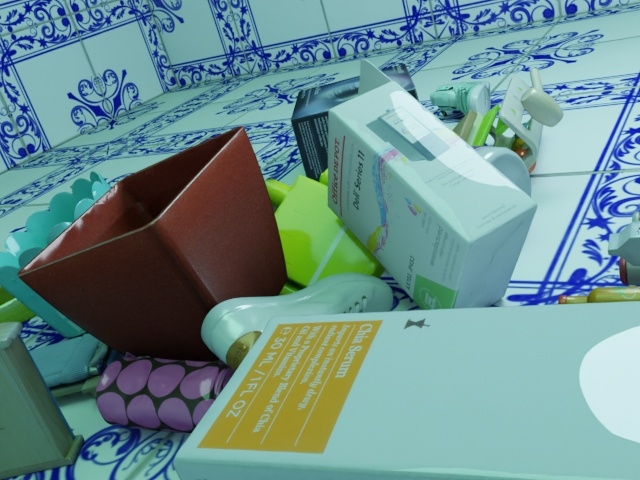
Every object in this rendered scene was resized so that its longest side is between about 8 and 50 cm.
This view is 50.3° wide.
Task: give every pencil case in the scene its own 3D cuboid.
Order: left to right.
[{"bbox_3d":[-0.190,0.195,0.883,0.209,0.095,0.098,-1,48,26],"label":"pencil case"}]

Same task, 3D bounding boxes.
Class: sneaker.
[{"bbox_3d":[0.000,0.123,0.885,0.290,0.106,0.123,-11,33,-35],"label":"sneaker"},{"bbox_3d":[0.349,-0.346,1.723,0.151,0.094,0.256,-3,17,17],"label":"sneaker"}]

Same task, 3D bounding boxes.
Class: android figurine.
[{"bbox_3d":[0.000,0.000,1.095,0.272,0.056,0.248,23,74,22],"label":"android figurine"}]

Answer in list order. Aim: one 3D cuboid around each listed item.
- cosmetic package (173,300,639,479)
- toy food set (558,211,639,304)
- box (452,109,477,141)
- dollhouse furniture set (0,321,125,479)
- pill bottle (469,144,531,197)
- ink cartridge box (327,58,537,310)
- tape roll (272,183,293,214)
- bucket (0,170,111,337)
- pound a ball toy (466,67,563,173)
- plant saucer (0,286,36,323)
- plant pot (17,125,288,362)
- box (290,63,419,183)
[{"bbox_3d":[0.129,0.185,0.612,0.452,0.162,0.230,-5,26,24],"label":"cosmetic package"},{"bbox_3d":[0.358,0.047,0.820,0.104,0.111,0.232,-3,30,29],"label":"toy food set"},{"bbox_3d":[0.245,-0.170,1.373,0.164,0.021,0.201,-51,2,35],"label":"box"},{"bbox_3d":[-0.453,0.169,0.994,0.286,0.198,0.303,-14,23,7],"label":"dollhouse furniture set"},{"bbox_3d":[0.183,-0.078,1.149,0.169,0.169,0.301,-32,28,-32],"label":"pill bottle"},{"bbox_3d":[0.113,-0.071,0.949,0.119,0.207,0.353,-28,56,-20],"label":"ink cartridge box"},{"bbox_3d":[-0.138,-0.001,1.319,0.391,0.072,0.392,-14,23,6],"label":"tape roll"},{"bbox_3d":[-0.441,0.026,1.239,0.281,0.183,0.281,-30,26,17],"label":"bucket"},{"bbox_3d":[0.396,-0.224,1.327,0.208,0.135,0.319,-46,6,34],"label":"pound a ball toy"},{"bbox_3d":[-0.677,0.145,1.391,0.188,0.045,0.188,-32,27,-31],"label":"plant saucer"},{"bbox_3d":[-0.200,0.033,0.975,0.267,0.236,0.267,-17,27,31],"label":"plant pot"},{"bbox_3d":[0.097,-0.290,1.668,0.293,0.183,0.296,-12,24,7],"label":"box"}]
